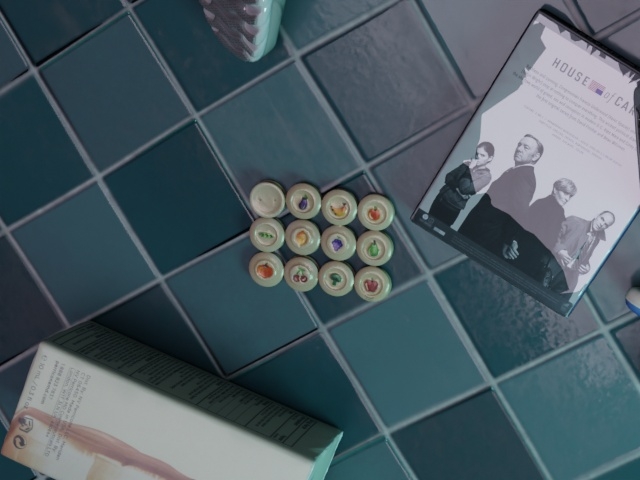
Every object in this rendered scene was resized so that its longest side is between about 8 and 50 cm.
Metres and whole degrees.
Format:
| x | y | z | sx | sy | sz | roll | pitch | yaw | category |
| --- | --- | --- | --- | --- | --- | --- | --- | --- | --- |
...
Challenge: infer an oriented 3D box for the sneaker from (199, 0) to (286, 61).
| x | y | z | sx | sy | sz | roll | pitch | yaw | category |
| --- | --- | --- | --- | --- | --- | --- | --- | --- | --- |
| -0.039 | -0.291 | 1.575 | 0.105 | 0.115 | 0.281 | 40 | 136 | 34 | sneaker |

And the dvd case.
| x | y | z | sx | sy | sz | roll | pitch | yaw | category |
| --- | --- | --- | --- | --- | --- | --- | --- | --- | --- |
| 0.218 | -0.070 | 1.606 | 0.179 | 0.029 | 0.239 | 33 | 111 | 5 | dvd case |

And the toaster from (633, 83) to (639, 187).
| x | y | z | sx | sy | sz | roll | pitch | yaw | category |
| --- | --- | --- | --- | --- | --- | --- | --- | --- | --- |
| 0.355 | -0.067 | 1.496 | 0.146 | 0.129 | 0.227 | -7 | 113 | 3 | toaster |

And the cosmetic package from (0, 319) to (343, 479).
| x | y | z | sx | sy | sz | roll | pitch | yaw | category |
| --- | --- | --- | --- | --- | --- | --- | --- | --- | --- |
| -0.145 | 0.202 | 1.713 | 0.296 | 0.153 | 0.129 | 23 | 99 | 10 | cosmetic package |

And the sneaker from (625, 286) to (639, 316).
| x | y | z | sx | sy | sz | roll | pitch | yaw | category |
| --- | --- | --- | --- | --- | --- | --- | --- | --- | --- |
| 0.331 | 0.116 | 1.613 | 0.152 | 0.058 | 0.085 | 37 | 104 | -4 | sneaker |

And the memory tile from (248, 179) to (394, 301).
| x | y | z | sx | sy | sz | roll | pitch | yaw | category |
| --- | --- | --- | --- | --- | --- | --- | --- | --- | --- |
| 0.000 | 0.000 | 1.697 | 0.148 | 0.012 | 0.113 | 8 | 108 | 14 | memory tile |
